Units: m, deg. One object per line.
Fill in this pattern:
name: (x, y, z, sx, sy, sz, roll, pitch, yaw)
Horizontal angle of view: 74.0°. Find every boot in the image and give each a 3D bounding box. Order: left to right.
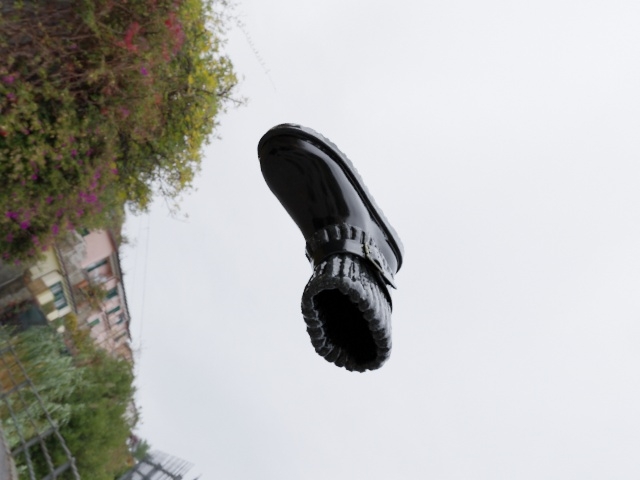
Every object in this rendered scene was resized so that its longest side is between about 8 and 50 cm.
boot: (0.004, -0.001, 0.637, 0.348, 0.260, 0.131, 46, -55, -12)
